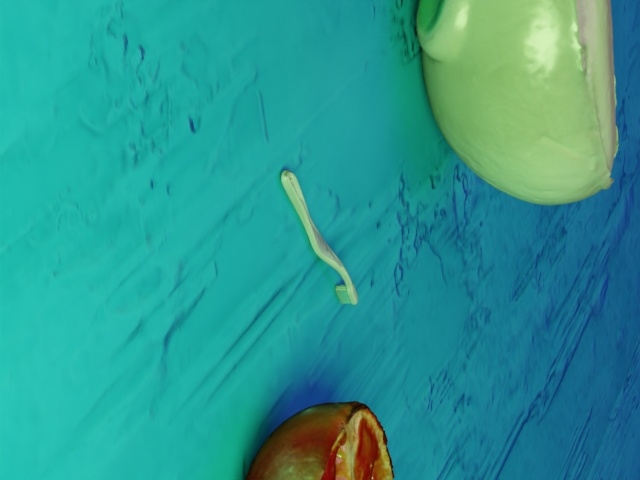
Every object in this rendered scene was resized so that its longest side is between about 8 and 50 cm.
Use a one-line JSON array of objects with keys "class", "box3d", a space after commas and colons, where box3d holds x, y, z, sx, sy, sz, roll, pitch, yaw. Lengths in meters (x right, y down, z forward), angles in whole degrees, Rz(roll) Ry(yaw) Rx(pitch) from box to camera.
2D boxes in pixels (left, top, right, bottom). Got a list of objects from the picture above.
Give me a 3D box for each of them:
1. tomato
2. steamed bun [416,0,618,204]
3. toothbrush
[{"class": "tomato", "box3d": [-0.011, 0.166, 0.886, 0.155, 0.069, 0.156, 2, 90, -71]}, {"class": "steamed bun", "box3d": [0.136, -0.136, 1.116, 0.177, 0.130, 0.228, -69, 153, -58]}, {"class": "toothbrush", "box3d": [0.000, 0.000, 0.963, 0.131, 0.013, 0.011, 63, 27, -49]}]
